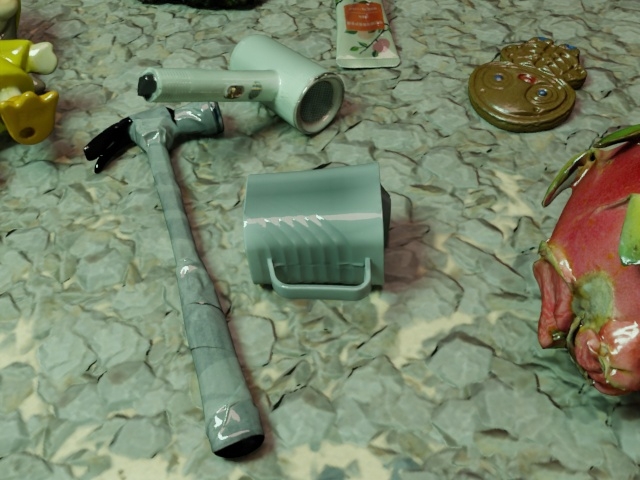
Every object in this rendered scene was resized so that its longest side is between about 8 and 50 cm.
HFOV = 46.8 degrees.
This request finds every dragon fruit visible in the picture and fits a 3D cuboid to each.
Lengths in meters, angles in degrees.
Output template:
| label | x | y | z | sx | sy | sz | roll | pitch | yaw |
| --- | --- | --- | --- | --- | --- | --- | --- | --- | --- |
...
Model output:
| label | x | y | z | sx | sy | sz | roll | pitch | yaw |
| --- | --- | --- | --- | --- | --- | --- | --- | --- | --- |
| dragon fruit | 0.275 | 0.012 | 0.570 | 0.227 | 0.224 | 0.224 | -14 | 49 | -7 |

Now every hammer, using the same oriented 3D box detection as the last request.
| label | x | y | z | sx | sy | sz | roll | pitch | yaw |
| --- | --- | --- | --- | --- | --- | --- | --- | --- | --- |
| hammer | -0.119 | 0.007 | 0.696 | 0.152 | 0.044 | 0.427 | -17 | 50 | -11 |

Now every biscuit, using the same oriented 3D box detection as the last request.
| label | x | y | z | sx | sy | sz | roll | pitch | yaw |
| --- | --- | --- | --- | --- | --- | --- | --- | --- | --- |
| biscuit | 0.243 | -0.188 | 0.862 | 0.124 | 0.026 | 0.175 | 25 | 54 | 22 |

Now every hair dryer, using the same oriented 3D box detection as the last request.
| label | x | y | z | sx | sy | sz | roll | pitch | yaw |
| --- | --- | --- | --- | --- | --- | --- | --- | --- | --- |
| hair dryer | -0.099 | -0.164 | 0.782 | 0.236 | 0.073 | 0.131 | -16 | 44 | -44 |

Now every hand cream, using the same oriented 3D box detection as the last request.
| label | x | y | z | sx | sy | sz | roll | pitch | yaw |
| --- | --- | --- | --- | --- | --- | --- | --- | --- | --- |
| hand cream | 0.050 | -0.307 | 0.971 | 0.080 | 0.050 | 0.234 | -3 | 54 | -5 |

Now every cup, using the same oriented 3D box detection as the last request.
| label | x | y | z | sx | sy | sz | roll | pitch | yaw |
| --- | --- | --- | --- | --- | --- | --- | --- | --- | --- |
| cup | 0.000 | 0.000 | 0.663 | 0.130 | 0.095 | 0.128 | -3 | 50 | 4 |

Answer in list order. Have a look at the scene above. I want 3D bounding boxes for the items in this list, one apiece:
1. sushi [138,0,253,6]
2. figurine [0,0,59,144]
| label | x | y | z | sx | sy | sz | roll | pitch | yaw |
| --- | --- | --- | --- | --- | --- | --- | --- | --- | --- |
| sushi | -0.177 | -0.400 | 1.007 | 0.225 | 0.127 | 0.124 | 10 | 50 | 14 |
| figurine | -0.421 | -0.212 | 0.820 | 0.215 | 0.187 | 0.343 | -19 | 55 | -26 |
